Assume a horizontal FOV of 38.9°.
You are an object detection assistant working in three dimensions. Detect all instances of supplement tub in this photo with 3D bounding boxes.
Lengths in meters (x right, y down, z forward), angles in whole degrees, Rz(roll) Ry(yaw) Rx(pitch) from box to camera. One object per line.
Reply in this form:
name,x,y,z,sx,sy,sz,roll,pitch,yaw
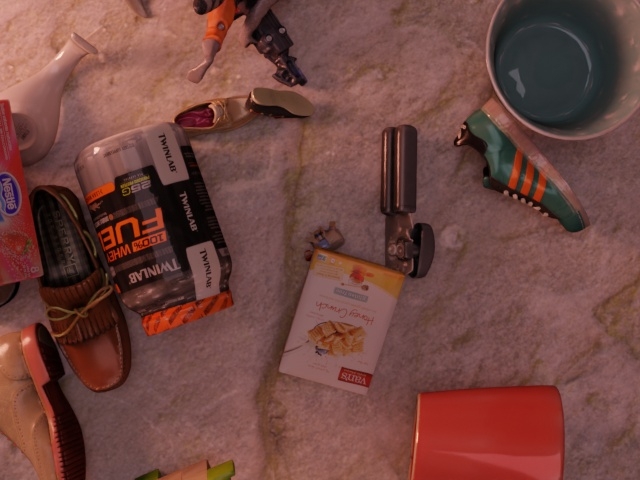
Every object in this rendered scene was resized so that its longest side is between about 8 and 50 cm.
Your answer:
supplement tub,-0.282,-0.018,1.583,0.207,0.207,0.338,-20,89,-5

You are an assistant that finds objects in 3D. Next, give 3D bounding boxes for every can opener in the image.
can opener,0.164,-0.071,1.697,0.095,0.076,0.284,3,87,-36

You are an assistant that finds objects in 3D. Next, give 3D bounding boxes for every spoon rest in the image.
spoon rest,-0.508,-0.254,1.640,0.137,0.084,0.276,38,94,-24

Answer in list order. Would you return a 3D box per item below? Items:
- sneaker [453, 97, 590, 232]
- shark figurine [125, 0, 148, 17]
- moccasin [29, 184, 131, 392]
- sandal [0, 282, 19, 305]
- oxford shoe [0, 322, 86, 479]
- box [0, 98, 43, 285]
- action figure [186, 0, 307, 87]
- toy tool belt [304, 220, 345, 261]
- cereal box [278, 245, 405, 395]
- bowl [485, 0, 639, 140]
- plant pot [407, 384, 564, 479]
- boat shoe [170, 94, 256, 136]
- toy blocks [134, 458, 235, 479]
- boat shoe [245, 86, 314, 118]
sneaker,0.373,-0.116,1.694,0.121,0.108,0.302,-41,94,11
shark figurine,-0.306,-0.526,1.649,0.278,0.116,0.166,-33,92,-3
moccasin,-0.429,0.084,1.598,0.139,0.147,0.380,-12,89,-4
sandal,-0.661,-0.086,1.607,0.167,0.107,0.446,-25,90,-5
oxford shoe,-0.507,0.329,1.606,0.130,0.123,0.348,-17,79,0
box,-0.575,-0.073,1.512,0.142,0.154,0.300,-13,97,-29
action figure,-0.130,-0.414,1.603,0.341,0.178,0.330,50,54,-9
toy tool belt,0.000,0.000,1.686,0.083,0.052,0.051,-27,64,-4
cereal box,0.037,0.148,1.656,0.173,0.047,0.240,16,99,-5
bowl,0.436,-0.328,1.668,0.311,0.163,0.312,0,89,-4
plant pot,0.282,0.380,1.595,0.243,0.275,0.275,6,87,4
boat shoe,-0.194,-0.230,1.670,0.170,0.059,0.063,-19,88,-6
toy blocks,-0.283,0.570,1.594,0.381,0.191,0.261,-23,101,-4
boat shoe,-0.075,-0.251,1.680,0.133,0.042,0.049,7,61,-29
